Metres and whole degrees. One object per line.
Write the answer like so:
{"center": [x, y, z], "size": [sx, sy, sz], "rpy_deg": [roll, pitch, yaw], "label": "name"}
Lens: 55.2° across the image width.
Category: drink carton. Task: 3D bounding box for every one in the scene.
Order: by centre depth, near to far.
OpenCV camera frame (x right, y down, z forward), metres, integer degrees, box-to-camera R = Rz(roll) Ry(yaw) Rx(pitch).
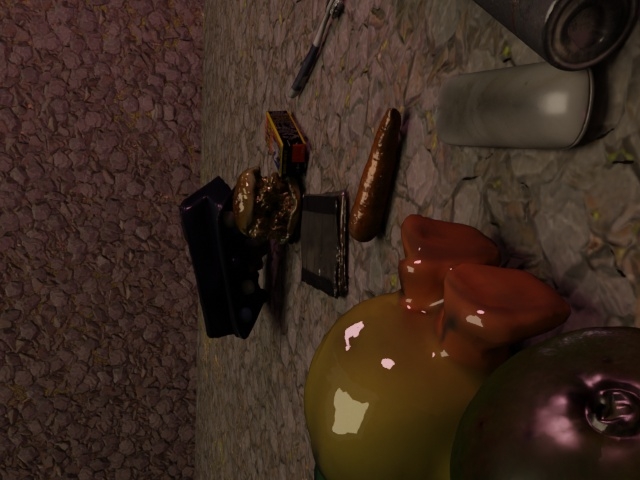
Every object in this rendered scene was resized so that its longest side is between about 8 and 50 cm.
{"center": [-0.069, -0.194, 1.215], "size": [0.165, 0.056, 0.071], "rpy_deg": [-114, 22, -52], "label": "drink carton"}

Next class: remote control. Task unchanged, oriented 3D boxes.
{"center": [0.156, -0.119, 0.548], "size": [0.229, 0.044, 0.073], "rpy_deg": [-150, 59, -69], "label": "remote control"}

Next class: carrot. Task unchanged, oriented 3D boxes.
{"center": [0.076, -0.083, 0.800], "size": [0.047, 0.047, 0.191], "rpy_deg": [-117, 36, -54], "label": "carrot"}

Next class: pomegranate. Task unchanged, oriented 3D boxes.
{"center": [0.168, 0.159, 0.343], "size": [0.187, 0.187, 0.225], "rpy_deg": [-118, 9, -55], "label": "pomegranate"}

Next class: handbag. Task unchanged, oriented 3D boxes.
{"center": [-0.189, 0.029, 1.367], "size": [0.269, 0.118, 0.325], "rpy_deg": [-64, -29, -65], "label": "handbag"}

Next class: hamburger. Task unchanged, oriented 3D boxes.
{"center": [-0.114, -0.065, 1.231], "size": [0.159, 0.131, 0.184], "rpy_deg": [-106, 20, -48], "label": "hamburger"}

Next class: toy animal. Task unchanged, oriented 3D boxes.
{"center": [0.078, 0.163, 0.548], "size": [0.216, 0.191, 0.338], "rpy_deg": [-127, 40, -61], "label": "toy animal"}

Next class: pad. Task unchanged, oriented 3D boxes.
{"center": [-0.001, 0.000, 1.060], "size": [0.233, 0.022, 0.174], "rpy_deg": [-167, 77, -72], "label": "pad"}

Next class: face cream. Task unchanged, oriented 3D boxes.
{"center": [0.151, -0.235, 0.517], "size": [0.283, 0.073, 0.073], "rpy_deg": [-111, 28, -47], "label": "face cream"}

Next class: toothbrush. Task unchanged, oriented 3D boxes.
{"center": [-0.012, -0.336, 1.095], "size": [0.026, 0.024, 0.288], "rpy_deg": [70, 156, 14], "label": "toothbrush"}
